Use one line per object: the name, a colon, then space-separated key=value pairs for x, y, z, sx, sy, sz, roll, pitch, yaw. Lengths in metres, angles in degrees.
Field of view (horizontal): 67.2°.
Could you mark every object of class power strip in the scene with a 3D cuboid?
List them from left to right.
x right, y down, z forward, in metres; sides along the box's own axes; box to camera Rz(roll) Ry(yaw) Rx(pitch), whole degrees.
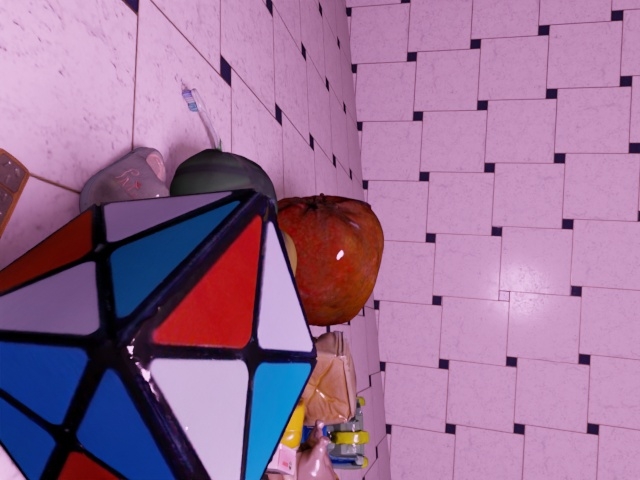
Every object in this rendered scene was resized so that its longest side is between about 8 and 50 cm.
power strip: x=-0.328 y=-0.014 z=0.455 sx=0.049 sy=0.028 sz=0.178 roll=63 pitch=26 yaw=-55

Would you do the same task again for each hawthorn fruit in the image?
hawthorn fruit: x=-0.002 y=0.048 z=1.097 sx=0.308 sy=0.309 sz=0.324 roll=-45 pitch=116 yaw=-71

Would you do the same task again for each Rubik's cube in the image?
Rubik's cube: x=-0.173 y=0.111 z=0.503 sx=0.250 sy=0.247 sz=0.248 roll=-59 pitch=140 yaw=-52

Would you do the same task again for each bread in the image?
bread: x=-0.011 y=0.331 z=1.166 sx=0.110 sy=0.192 sz=0.209 roll=-71 pitch=149 yaw=-72

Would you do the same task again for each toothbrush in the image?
toothbrush: x=-0.199 y=-0.176 z=0.982 sx=0.303 sy=0.030 sz=0.030 roll=67 pitch=22 yaw=-46

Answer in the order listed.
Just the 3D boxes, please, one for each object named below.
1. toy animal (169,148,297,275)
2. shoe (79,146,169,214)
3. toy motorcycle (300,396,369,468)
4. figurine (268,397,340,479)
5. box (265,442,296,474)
toy animal: x=-0.139 y=0.011 z=0.820 sx=0.216 sy=0.191 sz=0.337 roll=-26 pitch=109 yaw=-73
shoe: x=-0.251 y=-0.075 z=0.667 sx=0.195 sy=0.078 sz=0.079 roll=-78 pitch=157 yaw=-55
toy motorcycle: x=0.029 y=0.512 z=1.275 sx=0.326 sy=0.200 sz=0.191 roll=74 pitch=14 yaw=-70
figurine: x=-0.058 y=0.450 z=1.005 sx=0.215 sy=0.187 sz=0.343 roll=-6 pitch=83 yaw=-87
box: x=-0.117 y=0.397 z=0.878 sx=0.089 sy=0.125 sz=0.043 roll=61 pitch=29 yaw=-53
